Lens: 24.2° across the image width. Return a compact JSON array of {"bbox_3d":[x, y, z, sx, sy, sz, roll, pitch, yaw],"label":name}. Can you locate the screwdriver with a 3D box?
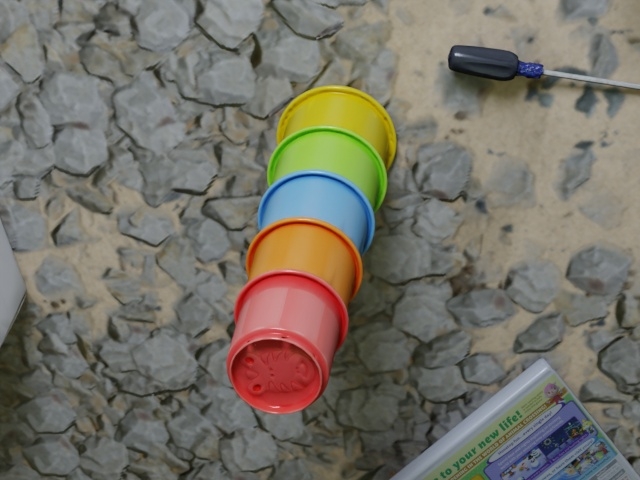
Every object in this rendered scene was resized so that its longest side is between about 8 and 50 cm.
[{"bbox_3d":[0.178,-0.124,1.101,0.170,0.024,0.025,6,151,2],"label":"screwdriver"}]

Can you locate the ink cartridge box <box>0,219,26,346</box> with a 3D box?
[{"bbox_3d":[-0.406,0.007,1.202,0.283,0.117,0.207,-7,120,12],"label":"ink cartridge box"}]

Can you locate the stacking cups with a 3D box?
[{"bbox_3d":[0.000,0.000,1.028,0.096,0.316,0.096,2,121,4],"label":"stacking cups"}]

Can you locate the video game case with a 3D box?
[{"bbox_3d":[0.163,0.234,1.278,0.212,0.023,0.193,-39,111,3],"label":"video game case"}]
